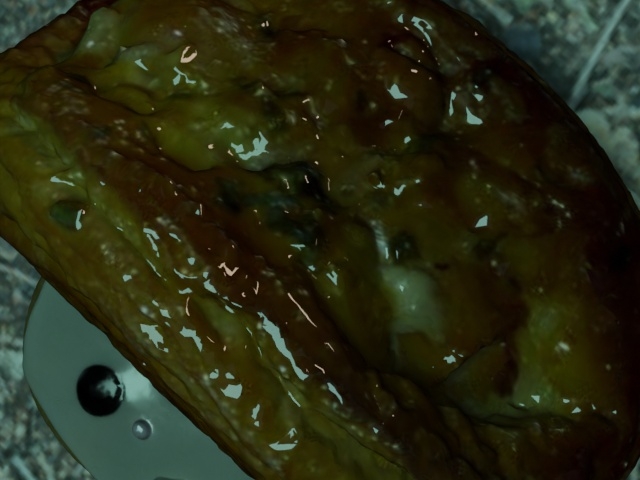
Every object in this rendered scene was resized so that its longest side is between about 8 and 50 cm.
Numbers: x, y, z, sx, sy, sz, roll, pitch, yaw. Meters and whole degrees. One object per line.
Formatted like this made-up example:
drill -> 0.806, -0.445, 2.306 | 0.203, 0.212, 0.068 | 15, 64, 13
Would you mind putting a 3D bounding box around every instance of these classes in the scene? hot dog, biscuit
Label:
hot dog -> 0.000, 0.000, 0.924 | 0.387, 0.267, 0.174 | 40, 149, 13
biscuit -> -0.084, 0.074, 1.057 | 0.208, 0.049, 0.181 | 14, 100, 16
